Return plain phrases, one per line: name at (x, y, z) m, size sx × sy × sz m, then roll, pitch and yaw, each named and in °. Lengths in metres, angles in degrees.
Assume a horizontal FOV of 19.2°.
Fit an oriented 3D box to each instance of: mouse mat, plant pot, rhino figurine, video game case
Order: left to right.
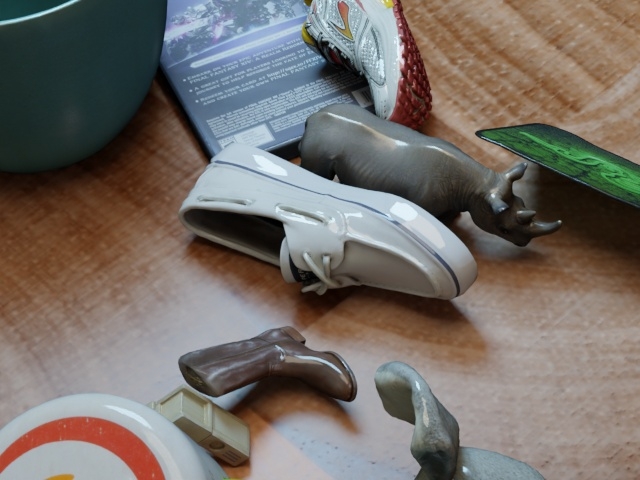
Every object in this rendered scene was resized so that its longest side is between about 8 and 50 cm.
plant pot at (-0.267, -0.200, 1.664) m, size 0.293 × 0.235 × 0.293 m, roll -2°, pitch 49°, yaw 3°
video game case at (-0.055, -0.182, 1.770) m, size 0.196 × 0.026 × 0.274 m, roll -21°, pitch 50°, yaw -13°
rhino figurine at (0.087, -0.047, 1.587) m, size 0.243 × 0.106 × 0.073 m, roll 19°, pitch 54°, yaw 20°
mouse mat at (0.237, -0.060, 1.593) m, size 0.189 × 0.007 × 0.152 m, roll 28°, pitch 19°, yaw 24°

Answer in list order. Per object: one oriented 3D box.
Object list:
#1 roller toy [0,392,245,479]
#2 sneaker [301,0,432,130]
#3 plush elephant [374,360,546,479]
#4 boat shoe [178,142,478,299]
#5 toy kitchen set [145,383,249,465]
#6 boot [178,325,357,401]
roller toy at (-0.157, 0.212, 1.329) m, size 0.191 × 0.146 × 0.209 m, roll 39°, pitch 82°, yaw 25°
sneaker at (0.037, -0.173, 1.696) m, size 0.092 × 0.088 × 0.225 m, roll -24°, pitch 48°, yaw 7°
plush elephant at (0.074, 0.236, 1.273) m, size 0.330 × 0.255 × 0.272 m, roll -37°, pitch 94°, yaw 14°
boat shoe at (0.000, 0.000, 1.564) m, size 0.267 × 0.096 × 0.088 m, roll 25°, pitch 60°, yaw 25°
toy kitchen set at (-0.110, 0.171, 1.468) m, size 0.083 × 0.075 × 0.068 m, roll -34°, pitch 38°, yaw 29°
boot at (-0.043, 0.108, 1.485) m, size 0.114 × 0.037 × 0.106 m, roll -12°, pitch 30°, yaw -40°
